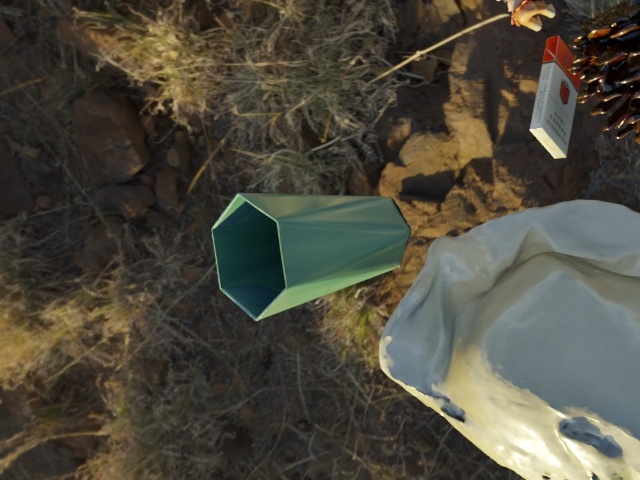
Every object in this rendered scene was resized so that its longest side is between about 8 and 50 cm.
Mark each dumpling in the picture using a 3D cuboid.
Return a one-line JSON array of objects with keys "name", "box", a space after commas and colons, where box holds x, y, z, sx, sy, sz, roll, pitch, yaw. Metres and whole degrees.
[{"name": "dumpling", "box": [0.223, 0.087, 0.572, 0.318, 0.187, 0.242, 11, 68, 29]}]

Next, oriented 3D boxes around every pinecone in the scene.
[{"name": "pinecone", "box": [0.358, -0.182, 0.734, 0.163, 0.163, 0.165, -16, 106, 27]}]

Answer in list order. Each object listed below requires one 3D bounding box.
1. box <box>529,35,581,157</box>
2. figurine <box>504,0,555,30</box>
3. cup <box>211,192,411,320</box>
[{"name": "box", "box": [0.540, -0.326, 1.541, 0.035, 0.139, 0.245, -1, 65, 45]}, {"name": "figurine", "box": [0.445, -0.575, 1.528, 0.111, 0.102, 0.195, -45, 59, 40]}, {"name": "cup", "box": [0.000, 0.000, 0.851, 0.148, 0.236, 0.134, -44, 67, 44]}]
